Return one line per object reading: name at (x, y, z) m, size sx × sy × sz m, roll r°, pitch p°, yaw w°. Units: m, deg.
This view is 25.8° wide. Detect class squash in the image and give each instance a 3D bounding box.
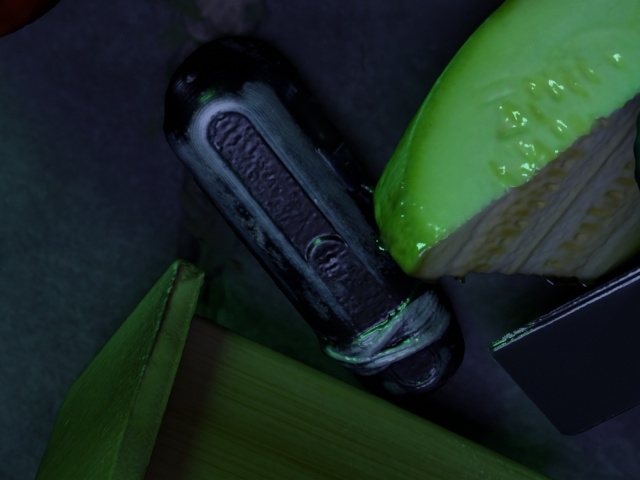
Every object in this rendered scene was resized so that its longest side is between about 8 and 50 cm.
squash at (0.156, -0.114, 0.737) m, size 0.203 × 0.111 × 0.288 m, roll 3°, pitch 130°, yaw -44°

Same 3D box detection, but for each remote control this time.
remote control at (0.000, 0.000, 0.832) m, size 0.090 × 0.066 × 0.266 m, roll -29°, pitch 110°, yaw 20°

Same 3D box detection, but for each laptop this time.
laptop at (0.204, 0.054, 0.848) m, size 0.180 × 0.016 × 0.129 m, roll -30°, pitch 135°, yaw 15°

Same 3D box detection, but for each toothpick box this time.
toothpick box at (-0.009, 0.182, 0.841) m, size 0.308 × 0.187 × 0.190 m, roll 26°, pitch 135°, yaw -14°

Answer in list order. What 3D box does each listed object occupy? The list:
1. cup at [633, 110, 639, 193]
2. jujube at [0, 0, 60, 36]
cup at (0.309, 0.023, 0.654) m, size 0.242 × 0.307 × 0.292 m, roll -11°, pitch 140°, yaw 42°
jujube at (-0.172, -0.220, 0.685) m, size 0.174 × 0.174 × 0.250 m, roll 21°, pitch 122°, yaw -6°
